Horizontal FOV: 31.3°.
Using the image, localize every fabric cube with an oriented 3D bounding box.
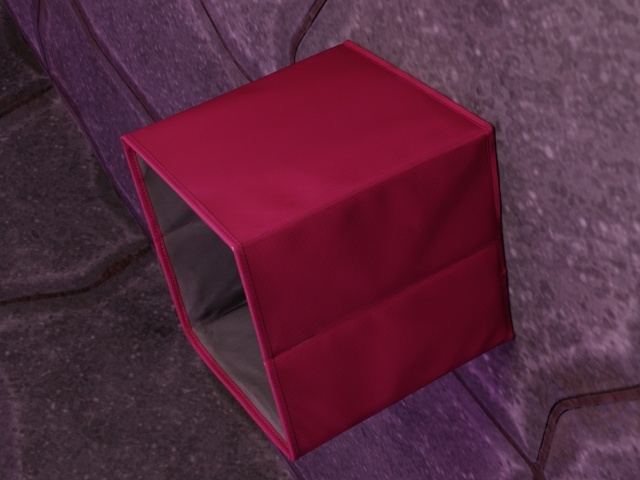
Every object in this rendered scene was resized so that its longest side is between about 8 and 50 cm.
[{"bbox_3d":[0.000,0.000,1.097,0.254,0.258,0.259,40,149,49],"label":"fabric cube"}]
